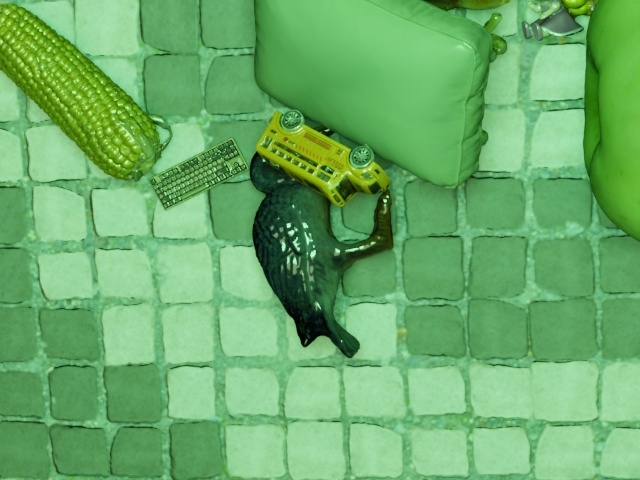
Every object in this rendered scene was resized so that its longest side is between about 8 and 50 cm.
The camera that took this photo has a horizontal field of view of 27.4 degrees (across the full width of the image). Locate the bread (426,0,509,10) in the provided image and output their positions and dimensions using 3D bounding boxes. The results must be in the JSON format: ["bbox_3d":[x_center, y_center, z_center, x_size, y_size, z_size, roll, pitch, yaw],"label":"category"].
[{"bbox_3d":[0.137,-0.441,1.551,0.195,0.149,0.344,-1,98,29],"label":"bread"}]

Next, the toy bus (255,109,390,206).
[{"bbox_3d":[0.004,-0.095,1.602,0.162,0.069,0.074,30,81,26],"label":"toy bus"}]

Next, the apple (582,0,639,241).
[{"bbox_3d":[0.456,-0.158,1.469,0.357,0.357,0.357,1,100,8],"label":"apple"}]

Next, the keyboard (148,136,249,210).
[{"bbox_3d":[-0.161,-0.087,1.729,0.129,0.015,0.049,-25,96,11],"label":"keyboard"}]

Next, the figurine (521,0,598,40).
[{"bbox_3d":[0.293,-0.329,1.587,0.115,0.095,0.156,-21,108,-20],"label":"figurine"}]

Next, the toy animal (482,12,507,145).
[{"bbox_3d":[0.151,-0.206,1.636,0.136,0.073,0.181,17,107,22],"label":"toy animal"}]

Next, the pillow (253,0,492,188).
[{"bbox_3d":[0.052,-0.212,1.546,0.322,0.255,0.120,31,59,23],"label":"pillow"}]

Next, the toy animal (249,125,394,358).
[{"bbox_3d":[0.000,0.000,1.669,0.185,0.122,0.298,0,88,4],"label":"toy animal"}]

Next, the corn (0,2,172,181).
[{"bbox_3d":[-0.321,-0.195,1.690,0.293,0.106,0.106,44,103,-2],"label":"corn"}]
